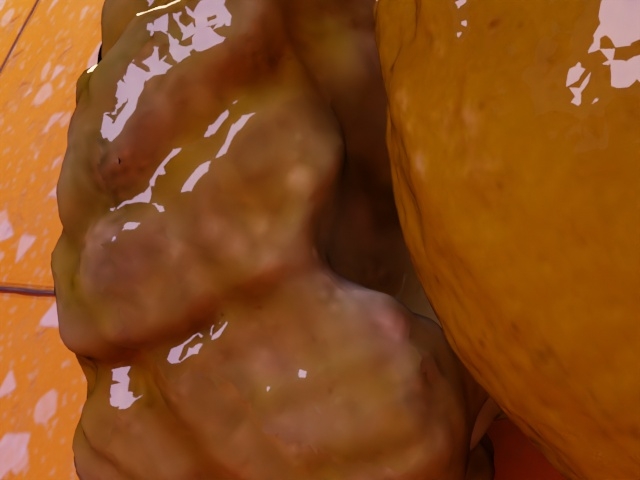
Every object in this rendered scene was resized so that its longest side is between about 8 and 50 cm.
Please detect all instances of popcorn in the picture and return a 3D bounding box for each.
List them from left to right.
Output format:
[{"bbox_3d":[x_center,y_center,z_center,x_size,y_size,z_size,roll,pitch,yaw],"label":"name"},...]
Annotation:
[{"bbox_3d":[-0.009,-0.008,0.763,0.292,0.293,0.334,-11,44,52],"label":"popcorn"}]

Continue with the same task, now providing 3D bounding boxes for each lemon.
[{"bbox_3d":[0.171,-0.011,0.538,0.316,0.285,0.285,22,77,31],"label":"lemon"}]

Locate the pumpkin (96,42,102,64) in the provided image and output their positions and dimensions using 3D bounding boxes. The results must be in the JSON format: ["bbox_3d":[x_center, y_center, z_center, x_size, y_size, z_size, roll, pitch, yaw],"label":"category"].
[{"bbox_3d":[-0.062,-0.127,1.056,0.202,0.140,0.202,-27,44,30],"label":"pumpkin"}]
